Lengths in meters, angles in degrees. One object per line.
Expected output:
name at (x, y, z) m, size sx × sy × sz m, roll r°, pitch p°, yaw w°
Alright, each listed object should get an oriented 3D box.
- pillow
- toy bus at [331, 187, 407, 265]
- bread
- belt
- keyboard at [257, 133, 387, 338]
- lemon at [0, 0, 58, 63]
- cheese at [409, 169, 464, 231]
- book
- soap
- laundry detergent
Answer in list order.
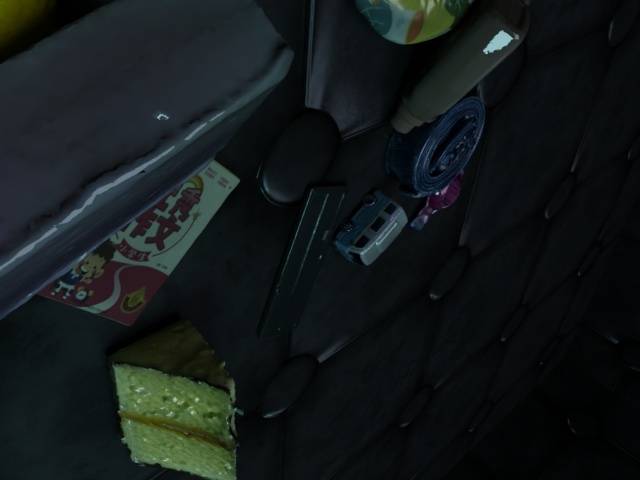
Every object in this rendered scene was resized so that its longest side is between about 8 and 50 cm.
pillow at (0.132, -0.365, 0.816) m, size 0.214 × 0.086 × 0.233 m, roll -1°, pitch 124°, yaw -39°
toy bus at (0.084, -0.016, 1.068) m, size 0.123 × 0.075 × 0.060 m, roll -49°, pitch 147°, yaw -9°
bread at (-0.195, 0.234, 0.908) m, size 0.178 × 0.142 × 0.266 m, roll 2°, pitch 130°, yaw -5°
belt at (0.191, -0.161, 1.066) m, size 0.190 × 0.082 × 0.141 m, roll -50°, pitch 142°, yaw -10°
keyboard at (-0.009, -0.008, 1.002) m, size 0.103 × 0.041 × 0.381 m, roll -8°, pitch 132°, yaw -50°
lemon at (-0.267, -0.152, 0.405) m, size 0.180 × 0.180 × 0.193 m, roll -65°, pitch 161°, yaw 16°
cheese at (0.222, -0.077, 1.224) m, size 0.145 × 0.038 × 0.095 m, roll -52°, pitch 147°, yaw 8°
book at (-0.207, -0.014, 0.746) m, size 0.232 × 0.022 × 0.162 m, roll -53°, pitch 148°, yaw -1°
soap at (-0.185, -0.055, 0.508) m, size 0.285 × 0.107 × 0.296 m, roll -40°, pitch -171°, yaw -22°
laundry detergent at (0.200, -0.265, 0.954) m, size 0.237 × 0.076 × 0.171 m, roll -43°, pitch -166°, yaw 43°
